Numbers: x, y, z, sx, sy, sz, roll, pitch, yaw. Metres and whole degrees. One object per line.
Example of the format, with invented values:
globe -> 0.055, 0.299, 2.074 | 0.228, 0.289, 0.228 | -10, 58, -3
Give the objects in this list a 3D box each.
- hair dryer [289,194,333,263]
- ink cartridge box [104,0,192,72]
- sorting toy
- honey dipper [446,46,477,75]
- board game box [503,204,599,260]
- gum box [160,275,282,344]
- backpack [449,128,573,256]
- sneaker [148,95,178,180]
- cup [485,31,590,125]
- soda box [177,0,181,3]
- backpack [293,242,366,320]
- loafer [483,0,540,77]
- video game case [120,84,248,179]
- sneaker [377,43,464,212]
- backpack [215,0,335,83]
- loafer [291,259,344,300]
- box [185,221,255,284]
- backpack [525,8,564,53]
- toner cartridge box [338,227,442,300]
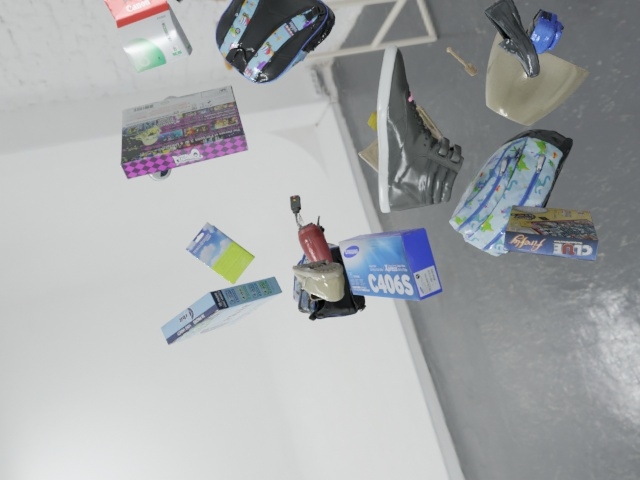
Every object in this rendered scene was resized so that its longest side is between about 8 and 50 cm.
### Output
hair dryer -> 0.000, 0.000, 1.781 | 0.224, 0.080, 0.293 | 39, -149, -49
ink cartridge box -> -0.505, -0.618, 1.625 | 0.056, 0.181, 0.224 | -87, -22, -46
sorting toy -> 0.229, -0.302, 1.676 | 0.307, 0.229, 0.041 | 29, -153, -55
honey dipper -> 0.493, -0.631, 1.960 | 0.031, 0.161, 0.030 | -27, 51, 38
board game box -> 0.472, -0.022, 1.154 | 0.243, 0.165, 0.042 | -35, -51, -63
gum box -> -0.188, 0.133, 1.082 | 0.157, 0.184, 0.041 | -34, 77, 32
backpack -> 0.529, -0.126, 1.602 | 0.290, 0.274, 0.355 | 132, 155, -71
sneaker -> -0.412, -0.261, 1.443 | 0.121, 0.079, 0.216 | 10, 87, 64
cup -> 0.702, -0.536, 1.916 | 0.331, 0.331, 0.236 | 56, 131, 49
soda box -> -0.427, -0.713, 1.492 | 0.169, 0.060, 0.053 | 35, 180, -23
backpack -> 0.031, 0.140, 2.059 | 0.213, 0.277, 0.263 | 17, 103, 43
loafer -> 0.504, -0.524, 1.473 | 0.223, 0.078, 0.076 | 62, -170, -5
video game case -> -0.270, -0.218, 1.097 | 0.210, 0.232, 0.041 | -111, 8, -47
sneaker -> 0.173, -0.188, 0.967 | 0.104, 0.147, 0.295 | -68, -25, -61
backpack -> -0.079, -0.353, 0.934 | 0.158, 0.173, 0.117 | 41, -161, 0
loafer -> -0.007, 0.103, 1.425 | 0.268, 0.102, 0.091 | -174, 74, -77
box -> -0.298, 0.037, 1.667 | 0.178, 0.109, 0.042 | 39, 175, -16
backpack -> 0.667, -0.620, 1.677 | 0.101, 0.120, 0.097 | 23, 141, 11
toner cartridge box -> 0.171, 0.063, 1.476 | 0.348, 0.075, 0.165 | -8, 98, 67
